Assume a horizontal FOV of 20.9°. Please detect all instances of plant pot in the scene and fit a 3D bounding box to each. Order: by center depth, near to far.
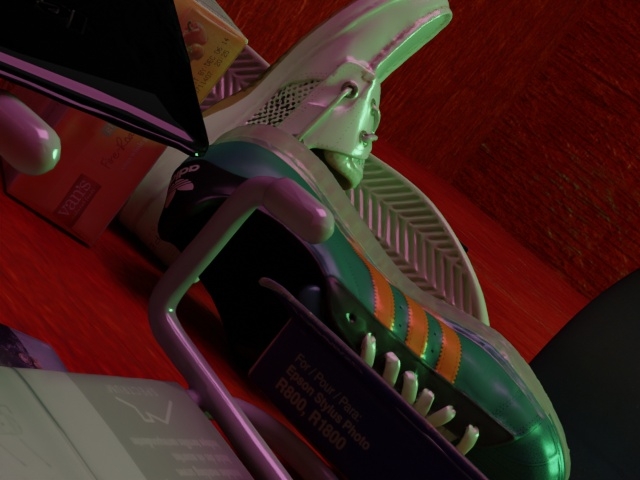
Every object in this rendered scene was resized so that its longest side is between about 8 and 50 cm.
[{"bbox_3d":[0.313,0.126,1.397,0.272,0.255,0.271,37,8,-6],"label":"plant pot"}]

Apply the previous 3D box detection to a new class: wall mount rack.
[{"bbox_3d":[-0.004,0.091,0.586,0.304,0.130,0.350,49,15,23],"label":"wall mount rack"}]

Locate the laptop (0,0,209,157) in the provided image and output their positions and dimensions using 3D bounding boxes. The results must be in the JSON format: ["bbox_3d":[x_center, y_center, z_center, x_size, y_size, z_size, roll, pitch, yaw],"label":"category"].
[{"bbox_3d":[-0.288,-0.155,0.674,0.382,0.236,0.408,22,-23,-31],"label":"laptop"}]

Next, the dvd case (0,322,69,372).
[{"bbox_3d":[-0.117,0.065,0.682,0.087,0.013,0.119,31,12,-43],"label":"dvd case"}]

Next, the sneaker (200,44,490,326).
[{"bbox_3d":[0.000,0.000,1.245,0.350,0.131,0.148,52,-11,23],"label":"sneaker"}]

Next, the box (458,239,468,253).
[{"bbox_3d":[-0.023,-0.049,1.492,0.261,0.103,0.184,42,11,28],"label":"box"}]

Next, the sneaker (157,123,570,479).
[{"bbox_3d":[0.018,0.068,1.020,0.302,0.108,0.121,45,31,0],"label":"sneaker"}]

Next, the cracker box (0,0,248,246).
[{"bbox_3d":[-0.134,-0.107,1.096,0.067,0.155,0.232,36,8,-21],"label":"cracker box"}]

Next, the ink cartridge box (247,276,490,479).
[{"bbox_3d":[0.063,0.134,0.814,0.223,0.045,0.224,42,-5,29],"label":"ink cartridge box"}]

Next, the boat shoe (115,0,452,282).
[{"bbox_3d":[-0.006,-0.071,1.148,0.096,0.277,0.098,48,-15,10],"label":"boat shoe"}]
